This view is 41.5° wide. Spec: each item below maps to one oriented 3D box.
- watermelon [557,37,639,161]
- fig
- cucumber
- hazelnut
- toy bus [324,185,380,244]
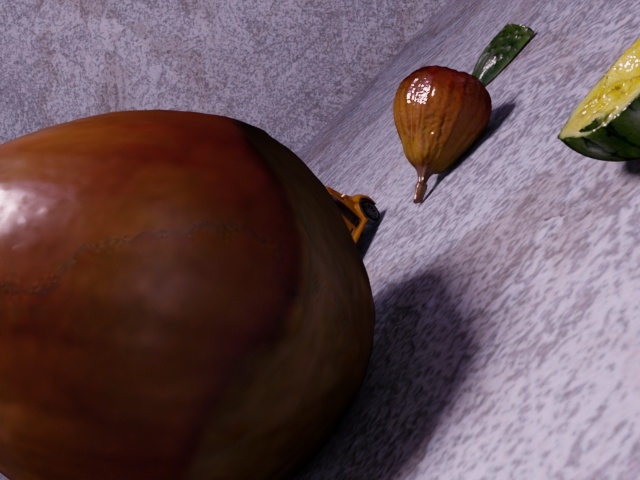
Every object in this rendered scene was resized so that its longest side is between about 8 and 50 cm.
[{"bbox_3d":[0.214,-0.091,0.564,0.105,0.062,0.105,-51,4,5],"label":"watermelon"},{"bbox_3d":[0.145,-0.128,0.969,0.119,0.153,0.119,-12,-15,-3],"label":"fig"},{"bbox_3d":[0.240,-0.254,1.173,0.107,0.035,0.067,-49,12,-3],"label":"cucumber"},{"bbox_3d":[-0.135,0.052,0.651,0.366,0.366,0.366,-45,10,10],"label":"hazelnut"},{"bbox_3d":[0.000,0.000,1.014,0.083,0.088,0.194,-41,12,35],"label":"toy bus"}]
